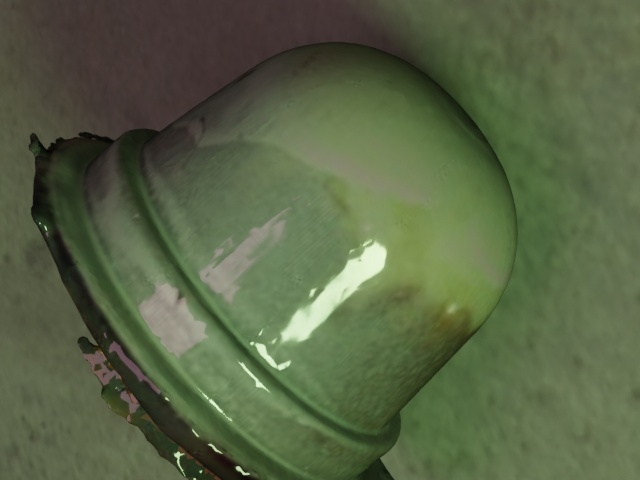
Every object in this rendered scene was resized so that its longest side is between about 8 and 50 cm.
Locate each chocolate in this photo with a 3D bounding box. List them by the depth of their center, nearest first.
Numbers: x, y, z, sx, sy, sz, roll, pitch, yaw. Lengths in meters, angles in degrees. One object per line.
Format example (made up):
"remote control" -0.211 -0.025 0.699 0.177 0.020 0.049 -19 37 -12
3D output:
"chocolate" 0.005 0.005 0.633 0.147 0.221 0.221 -33 77 19
